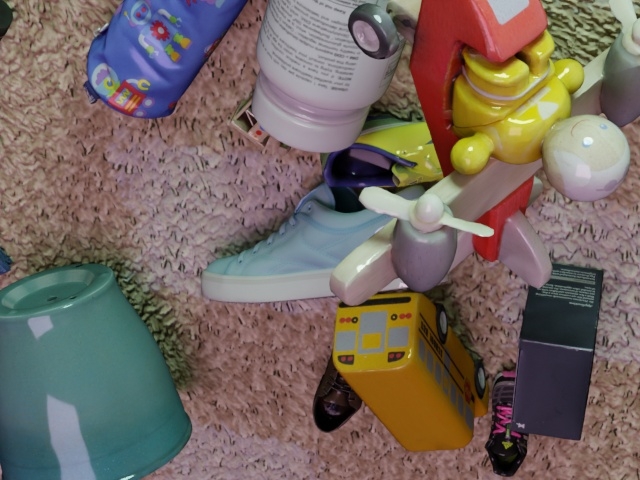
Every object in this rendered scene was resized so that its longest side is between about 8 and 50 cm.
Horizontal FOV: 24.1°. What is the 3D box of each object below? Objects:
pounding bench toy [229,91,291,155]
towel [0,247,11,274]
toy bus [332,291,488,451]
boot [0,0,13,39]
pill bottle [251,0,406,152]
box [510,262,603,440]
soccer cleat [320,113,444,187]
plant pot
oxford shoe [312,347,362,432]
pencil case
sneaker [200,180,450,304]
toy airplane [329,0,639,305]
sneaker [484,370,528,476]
[{"bbox_3d":[-0.054,-0.150,1.827,0.083,0.052,0.065,38,127,-13],"label":"pounding bench toy"},{"bbox_3d":[-0.497,0.036,2.120,0.119,0.029,0.067,-23,116,31],"label":"towel"},{"bbox_3d":[0.123,0.172,1.902,0.108,0.130,0.333,-6,150,20],"label":"toy bus"},{"bbox_3d":[-0.495,-0.276,1.857,0.198,0.077,0.137,33,134,-8],"label":"boot"},{"bbox_3d":[0.019,-0.246,1.661,0.160,0.160,0.283,20,129,1],"label":"pill bottle"},{"bbox_3d":[0.295,0.137,1.872,0.093,0.158,0.156,8,129,11],"label":"box"},{"bbox_3d":[0.139,-0.098,1.763,0.289,0.121,0.093,-1,126,18],"label":"soccer cleat"},{"bbox_3d":[-0.339,0.179,2.046,0.271,0.271,0.255,-7,110,21],"label":"plant pot"},{"bbox_3d":[0.044,0.176,2.021,0.082,0.096,0.227,20,128,4],"label":"oxford shoe"},{"bbox_3d":[-0.164,-0.272,1.725,0.133,0.119,0.306,39,128,-3],"label":"pencil case"},{"bbox_3d":[0.000,0.000,1.904,0.366,0.135,0.150,-7,87,32],"label":"sneaker"},{"bbox_3d":[0.201,-0.090,1.544,0.272,0.384,0.386,27,100,42],"label":"toy airplane"},{"bbox_3d":[0.256,0.253,2.026,0.063,0.075,0.170,8,128,11],"label":"sneaker"}]
